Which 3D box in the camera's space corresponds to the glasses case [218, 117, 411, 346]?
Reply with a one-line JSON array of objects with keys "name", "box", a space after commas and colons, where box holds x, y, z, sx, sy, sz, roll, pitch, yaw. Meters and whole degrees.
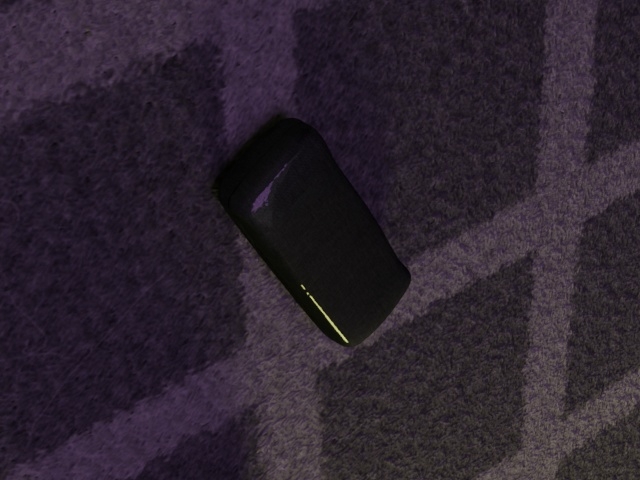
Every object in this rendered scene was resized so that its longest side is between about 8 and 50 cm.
[{"name": "glasses case", "box": [0.000, 0.000, 1.447, 0.131, 0.074, 0.323, -47, 138, -10]}]
